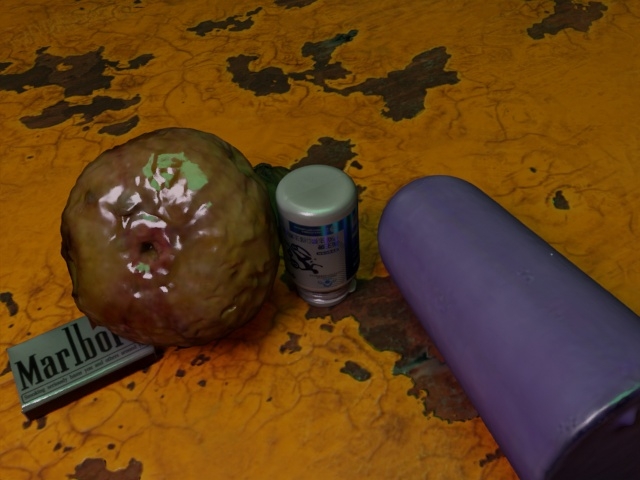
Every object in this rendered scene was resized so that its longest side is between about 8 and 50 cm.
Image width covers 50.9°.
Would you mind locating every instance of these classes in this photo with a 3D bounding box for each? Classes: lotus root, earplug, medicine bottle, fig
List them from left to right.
[{"bbox_3d":[-0.166,-0.009,0.938,0.286,0.286,0.369,10,9,15],"label":"fig"},{"bbox_3d":[-0.060,-0.060,1.063,0.089,0.080,0.179,-9,45,-36],"label":"lotus root"},{"bbox_3d":[0.000,0.000,0.916,0.107,0.191,0.107,-3,44,2],"label":"medicine bottle"},{"bbox_3d":[0.218,0.081,0.819,0.215,0.215,0.456,-19,42,-14],"label":"earplug"}]

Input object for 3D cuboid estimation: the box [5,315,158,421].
[{"bbox_3d":[-0.321,0.153,0.902,0.178,0.036,0.115,-25,47,-18],"label":"box"}]
